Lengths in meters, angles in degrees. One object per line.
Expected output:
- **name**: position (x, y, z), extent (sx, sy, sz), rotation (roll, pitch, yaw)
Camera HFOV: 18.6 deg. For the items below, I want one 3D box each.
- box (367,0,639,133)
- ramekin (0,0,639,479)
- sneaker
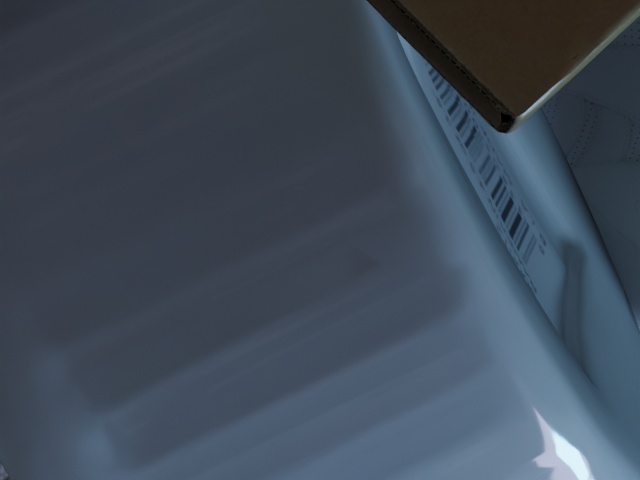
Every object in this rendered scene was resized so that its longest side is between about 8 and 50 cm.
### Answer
- **box**: position (0.059, -0.147, 0.460), extent (0.201, 0.164, 0.021), rotation (-43, 172, -10)
- **ramekin**: position (0.000, 0.000, 0.612), extent (0.135, 0.277, 0.277), rotation (-26, -173, 14)
- **sneaker**: position (0.161, -0.060, 0.772), extent (0.169, 0.108, 0.292), rotation (-51, -148, 16)
